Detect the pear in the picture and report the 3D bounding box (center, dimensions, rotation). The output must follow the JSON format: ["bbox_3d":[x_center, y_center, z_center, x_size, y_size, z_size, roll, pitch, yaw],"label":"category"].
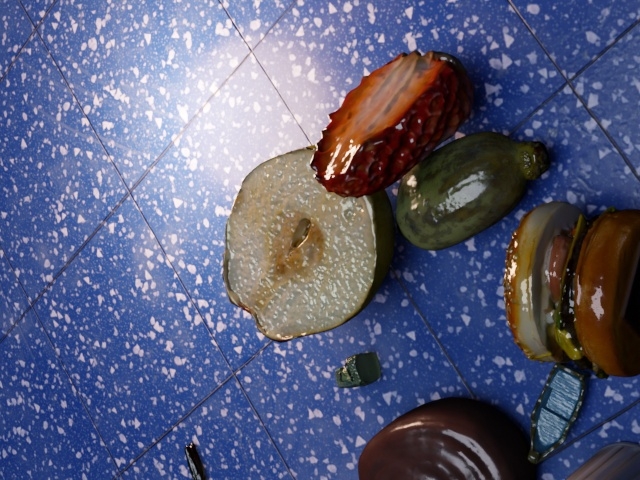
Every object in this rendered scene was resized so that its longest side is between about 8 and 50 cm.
[{"bbox_3d":[0.000,0.000,2.014,0.340,0.191,0.386,47,121,18],"label":"pear"}]

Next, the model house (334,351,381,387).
[{"bbox_3d":[0.065,0.258,2.076,0.083,0.078,0.066,-18,84,39],"label":"model house"}]

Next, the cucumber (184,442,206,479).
[{"bbox_3d":[-0.282,0.532,2.412,0.034,0.033,0.135,-13,89,35],"label":"cucumber"}]

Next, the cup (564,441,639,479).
[{"bbox_3d":[0.490,0.448,1.701,0.221,0.202,0.167,30,116,32],"label":"cup"}]

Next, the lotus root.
[{"bbox_3d":[0.256,-0.095,1.836,0.309,0.173,0.173,-33,77,33],"label":"lotus root"}]

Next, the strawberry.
[{"bbox_3d":[0.130,-0.184,1.824,0.265,0.336,0.149,2,137,52],"label":"strawberry"}]

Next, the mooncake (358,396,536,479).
[{"bbox_3d":[0.224,0.453,1.929,0.325,0.174,0.334,12,103,33],"label":"mooncake"}]

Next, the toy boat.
[{"bbox_3d":[0.405,0.300,1.822,0.075,0.077,0.186,29,114,30],"label":"toy boat"}]

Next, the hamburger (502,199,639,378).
[{"bbox_3d":[0.417,0.074,1.666,0.225,0.291,0.291,2,98,38],"label":"hamburger"}]
